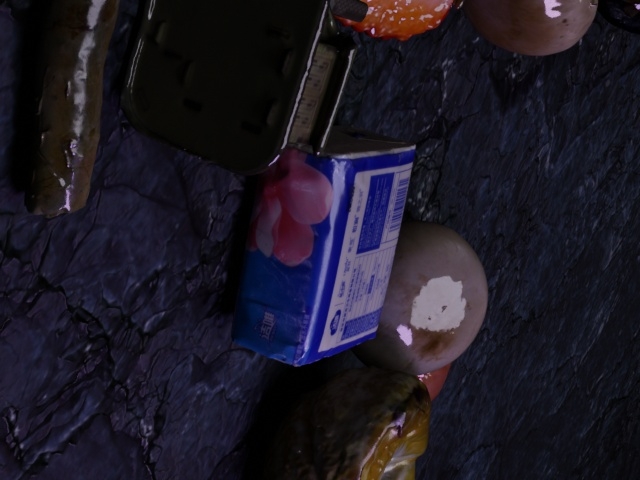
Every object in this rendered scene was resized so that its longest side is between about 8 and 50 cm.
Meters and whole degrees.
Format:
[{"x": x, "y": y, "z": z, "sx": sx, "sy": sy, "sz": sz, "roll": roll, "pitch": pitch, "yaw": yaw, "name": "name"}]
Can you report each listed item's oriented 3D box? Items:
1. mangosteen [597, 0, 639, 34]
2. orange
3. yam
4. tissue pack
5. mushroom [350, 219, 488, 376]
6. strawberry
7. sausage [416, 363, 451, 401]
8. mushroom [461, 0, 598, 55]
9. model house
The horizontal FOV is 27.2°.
[{"x": 0.523, "y": -0.442, "z": 2.095, "sx": 0.243, "sy": 0.243, "sz": 0.243, "roll": -38, "pitch": 140, "yaw": -40, "name": "mangosteen"}, {"x": 0.027, "y": 0.330, "z": 1.825, "sx": 0.271, "sy": 0.210, "sz": 0.369, "roll": -21, "pitch": 126, "yaw": -54, "name": "orange"}, {"x": -0.223, "y": -0.171, "z": 1.199, "sx": 0.071, "sy": 0.067, "sz": 0.318, "roll": -74, "pitch": 175, "yaw": -69, "name": "yam"}, {"x": 0.000, "y": 0.000, "z": 1.627, "sx": 0.209, "sy": 0.137, "sz": 0.270, "roll": -15, "pitch": 120, "yaw": -54, "name": "tissue pack"}, {"x": 0.125, "y": 0.082, "z": 1.860, "sx": 0.226, "sy": 0.178, "sz": 0.227, "roll": -5, "pitch": 100, "yaw": -28, "name": "mushroom"}, {"x": 0.063, "y": -0.334, "z": 1.531, "sx": 0.236, "sy": 0.111, "sz": 0.190, "roll": -8, "pitch": 131, "yaw": -31, "name": "strawberry"}, {"x": 0.161, "y": 0.139, "z": 2.012, "sx": 0.113, "sy": 0.113, "sz": 0.259, "roll": 4, "pitch": 106, "yaw": -59, "name": "sausage"}, {"x": 0.306, "y": -0.377, "z": 1.656, "sx": 0.289, "sy": 0.293, "sz": 0.293, "roll": -11, "pitch": 134, "yaw": -3, "name": "mushroom"}, {"x": -0.033, "y": -0.183, "z": 1.368, "sx": 0.278, "sy": 0.204, "sz": 0.218, "roll": 1, "pitch": 110, "yaw": -61, "name": "model house"}]
